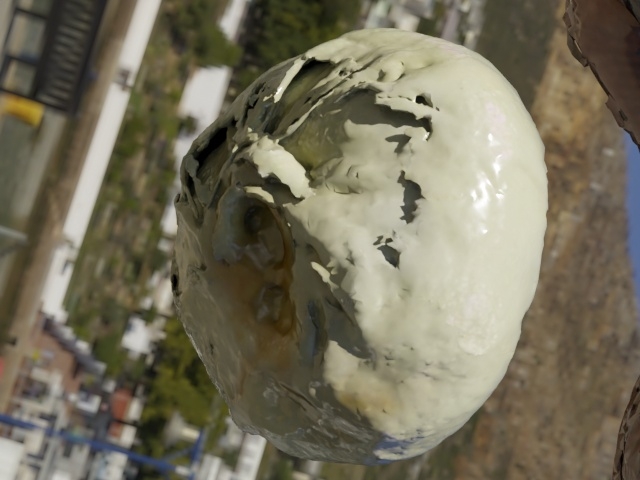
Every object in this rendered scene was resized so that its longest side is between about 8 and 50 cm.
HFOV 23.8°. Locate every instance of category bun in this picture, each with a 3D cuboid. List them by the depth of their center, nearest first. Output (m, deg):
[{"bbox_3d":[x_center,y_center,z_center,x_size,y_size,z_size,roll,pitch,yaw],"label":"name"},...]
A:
[{"bbox_3d":[0.000,0.000,0.916,0.287,0.146,0.287,-13,-107,51],"label":"bun"}]

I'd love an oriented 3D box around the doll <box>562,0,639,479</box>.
[{"bbox_3d":[0.113,-0.018,0.363,0.156,0.303,0.201,-40,-161,-16],"label":"doll"}]
